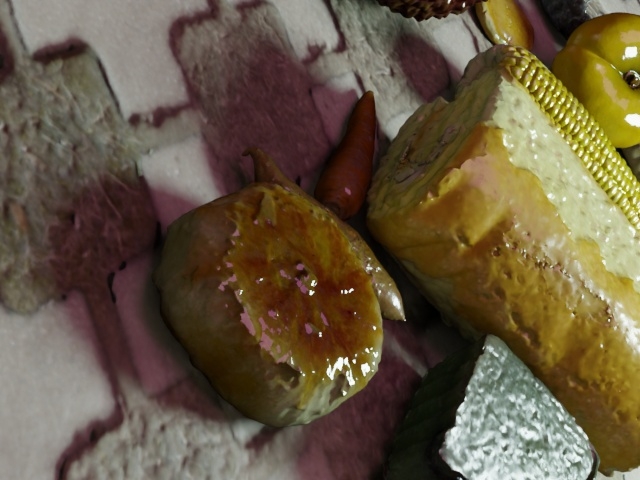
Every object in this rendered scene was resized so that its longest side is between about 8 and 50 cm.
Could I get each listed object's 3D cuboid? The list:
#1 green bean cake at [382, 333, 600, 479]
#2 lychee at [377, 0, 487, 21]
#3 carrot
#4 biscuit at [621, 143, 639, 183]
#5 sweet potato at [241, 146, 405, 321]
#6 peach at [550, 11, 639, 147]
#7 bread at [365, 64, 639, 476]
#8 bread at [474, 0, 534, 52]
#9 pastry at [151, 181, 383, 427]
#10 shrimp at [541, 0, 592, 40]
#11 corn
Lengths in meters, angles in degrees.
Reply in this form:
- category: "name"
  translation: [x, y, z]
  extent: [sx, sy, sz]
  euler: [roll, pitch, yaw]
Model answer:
- category: "green bean cake"
  translation: [0.149, 0.200, 1.059]
  extent: [0.173, 0.094, 0.181]
  euler: [48, 39, -14]
- category: "lychee"
  translation: [0.118, -0.378, 1.318]
  extent: [0.271, 0.271, 0.271]
  euler: [29, 46, -35]
- category: "carrot"
  translation: [0.033, -0.089, 1.173]
  extent: [0.048, 0.048, 0.216]
  euler: [44, 35, -19]
- category: "biscuit"
  translation: [0.500, -0.088, 1.712]
  extent: [0.217, 0.044, 0.325]
  euler: [-5, 69, -50]
- category: "sweet potato"
  translation: [0.000, 0.000, 1.060]
  extent: [0.206, 0.060, 0.068]
  euler: [49, 0, -11]
- category: "peach"
  translation: [0.383, -0.212, 1.574]
  extent: [0.179, 0.103, 0.179]
  euler: [-1, 93, -24]
- category: "bread"
  translation: [0.216, 0.038, 1.191]
  extent: [0.375, 0.165, 0.236]
  euler: [46, 41, -19]
- category: "bread"
  translation: [0.236, -0.285, 1.556]
  extent: [0.110, 0.024, 0.110]
  euler: [30, 45, -35]
- category: "pastry"
  translation: [-0.036, 0.048, 0.950]
  extent: [0.192, 0.093, 0.182]
  euler: [58, 39, -3]
- category: "shrimp"
  translation: [0.341, -0.432, 1.686]
  extent: [0.221, 0.166, 0.411]
  euler: [36, 44, -81]
- category: "corn"
  translation: [0.275, -0.095, 1.406]
  extent: [0.305, 0.122, 0.123]
  euler: [48, 10, -19]
